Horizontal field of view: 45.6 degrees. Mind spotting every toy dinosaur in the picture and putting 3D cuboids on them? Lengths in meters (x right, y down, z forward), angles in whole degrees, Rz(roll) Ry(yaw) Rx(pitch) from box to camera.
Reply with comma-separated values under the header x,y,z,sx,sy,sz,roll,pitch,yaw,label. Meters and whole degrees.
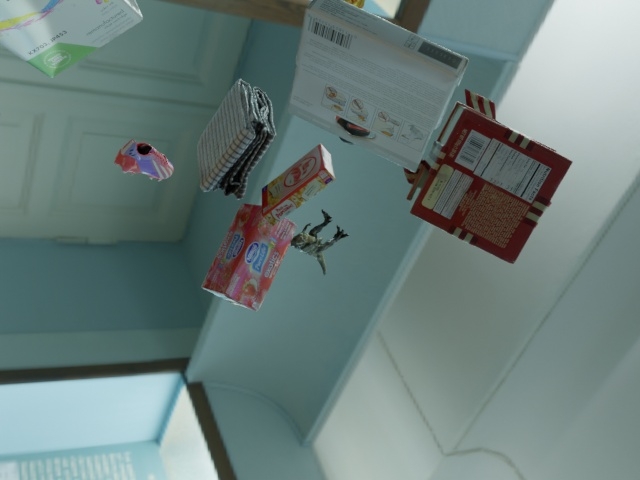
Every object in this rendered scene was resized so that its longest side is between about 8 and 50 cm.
x,y,z,sx,sy,sz,roll,pitch,yaw,label
0.000,0.000,1.840,0.064,0.268,0.118,41,-92,25,toy dinosaur

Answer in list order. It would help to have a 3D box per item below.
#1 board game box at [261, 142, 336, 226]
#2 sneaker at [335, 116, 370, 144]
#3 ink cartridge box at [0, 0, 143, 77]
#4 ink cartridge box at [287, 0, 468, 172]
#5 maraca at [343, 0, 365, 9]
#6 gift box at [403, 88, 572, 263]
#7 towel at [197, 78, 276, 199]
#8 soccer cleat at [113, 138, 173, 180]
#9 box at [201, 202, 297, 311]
x,y,z,sx,sy,sz,roll,pitch,yaw,label
-0.056,-0.135,1.839,0.193,0.045,0.147,-36,-154,15,board game box
0.087,-0.370,1.885,0.136,0.116,0.313,-20,-125,58,sneaker
-0.463,-0.415,1.171,0.207,0.353,0.119,-29,-111,11,ink cartridge box
0.088,-0.266,1.315,0.060,0.275,0.239,-59,172,-35,ink cartridge box
0.066,-0.691,2.097,0.099,0.186,0.127,13,-101,29,maraca
0.303,-0.138,1.478,0.255,0.276,0.258,-58,180,13,gift box
-0.222,-0.270,2.053,0.235,0.121,0.283,-50,-148,25,towel
-0.479,-0.228,2.143,0.083,0.248,0.095,45,-74,18,soccer cleat
-0.185,0.041,1.992,0.128,0.123,0.257,9,-109,53,box
